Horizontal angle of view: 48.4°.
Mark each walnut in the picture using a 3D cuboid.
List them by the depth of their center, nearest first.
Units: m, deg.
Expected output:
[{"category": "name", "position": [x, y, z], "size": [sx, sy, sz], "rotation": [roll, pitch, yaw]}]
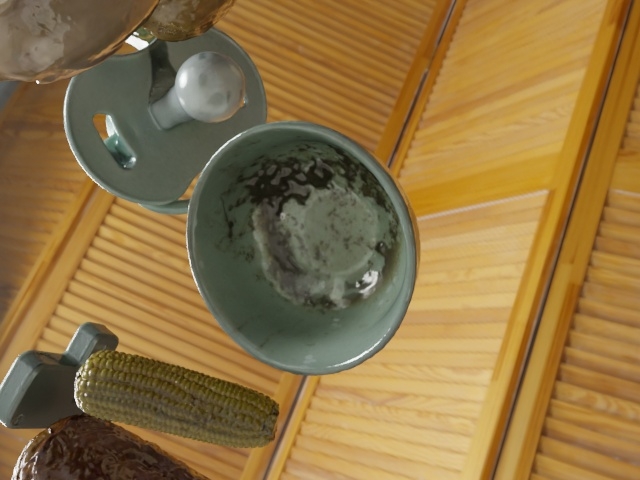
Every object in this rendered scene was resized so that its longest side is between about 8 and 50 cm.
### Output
[{"category": "walnut", "position": [-0.205, -0.387, 1.006], "size": [0.198, 0.245, 0.198], "rotation": [18, 145, 13]}]

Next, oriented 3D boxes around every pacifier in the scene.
[{"category": "pacifier", "position": [-0.194, -0.192, 1.065], "size": [0.269, 0.343, 0.288], "rotation": [-6, 118, 59]}]

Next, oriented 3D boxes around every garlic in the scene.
[{"category": "garlic", "position": [-0.237, -0.237, 0.645], "size": [0.196, 0.338, 0.151], "rotation": [-6, 150, 19]}]

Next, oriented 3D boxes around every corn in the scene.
[{"category": "corn", "position": [-0.158, 0.179, 0.793], "size": [0.231, 0.080, 0.080], "rotation": [14, 160, -1]}]

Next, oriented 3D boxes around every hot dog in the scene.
[{"category": "hot dog", "position": [-0.305, 0.437, 1.131], "size": [0.387, 0.267, 0.174], "rotation": [28, 124, 6]}]

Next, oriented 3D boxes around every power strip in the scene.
[{"category": "power strip", "position": [-0.435, 0.240, 1.271], "size": [0.059, 0.194, 0.265], "rotation": [28, 179, 28]}]

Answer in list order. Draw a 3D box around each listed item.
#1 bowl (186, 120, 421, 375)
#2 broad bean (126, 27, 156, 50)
[{"category": "bowl", "position": [0.000, 0.000, 0.837], "size": [0.289, 0.289, 0.146], "rotation": [12, -163, 26]}, {"category": "broad bean", "position": [-0.355, -0.433, 1.402], "size": [0.169, 0.100, 0.228], "rotation": [42, 163, 11]}]
